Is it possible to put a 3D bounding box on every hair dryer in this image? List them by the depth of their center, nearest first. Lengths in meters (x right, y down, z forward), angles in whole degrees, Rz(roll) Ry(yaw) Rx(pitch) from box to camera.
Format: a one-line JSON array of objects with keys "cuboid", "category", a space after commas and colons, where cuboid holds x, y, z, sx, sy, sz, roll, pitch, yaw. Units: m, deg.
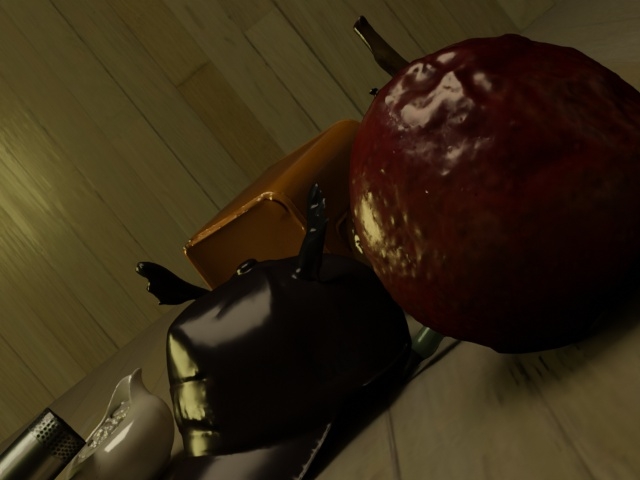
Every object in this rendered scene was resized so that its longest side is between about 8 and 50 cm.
[{"cuboid": [0.107, 0.056, 1.046, 0.150, 0.071, 0.047, -54, 4, 2], "category": "hair dryer"}, {"cuboid": [-0.383, 0.348, 1.417, 0.320, 0.155, 0.284, -45, -15, -19], "category": "hair dryer"}]

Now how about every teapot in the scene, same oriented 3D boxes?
[{"cuboid": [-0.226, 0.244, 1.420, 0.145, 0.092, 0.226, -39, 13, 36], "category": "teapot"}]

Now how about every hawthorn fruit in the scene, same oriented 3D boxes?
[{"cuboid": [0.110, -0.051, 0.877, 0.230, 0.266, 0.210, -40, -13, -43], "category": "hawthorn fruit"}]

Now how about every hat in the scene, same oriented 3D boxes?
[{"cuboid": [-0.076, 0.098, 1.086, 0.336, 0.209, 0.238, -45, 11, -34], "category": "hat"}]

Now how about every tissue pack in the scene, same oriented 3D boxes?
[{"cuboid": [0.000, 0.000, 1.416, 0.145, 0.194, 0.274, -35, 8, 28], "category": "tissue pack"}]

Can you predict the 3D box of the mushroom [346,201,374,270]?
[{"cuboid": [0.148, -0.038, 1.293, 0.217, 0.148, 0.227, -17, 23, 19], "category": "mushroom"}]
